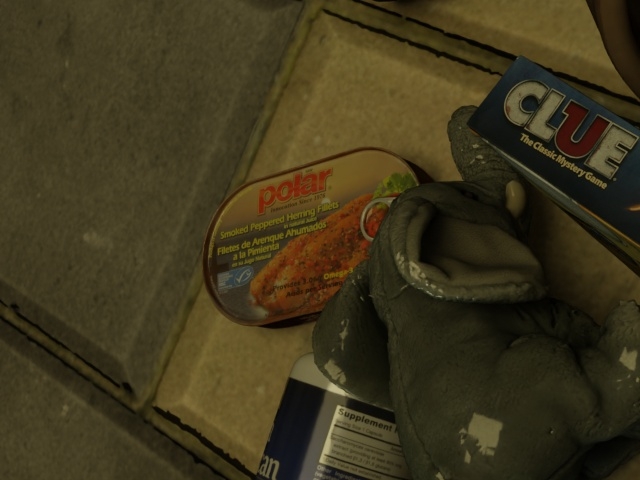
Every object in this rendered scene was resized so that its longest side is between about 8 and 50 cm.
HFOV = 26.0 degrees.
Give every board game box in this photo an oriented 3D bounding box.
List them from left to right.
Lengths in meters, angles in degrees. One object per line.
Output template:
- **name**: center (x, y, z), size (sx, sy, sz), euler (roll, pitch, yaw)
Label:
- **board game box**: center (0.188, 0.012, 0.663), size (0.165, 0.243, 0.042), euler (40, 96, 36)

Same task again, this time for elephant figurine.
- **elephant figurine**: center (0.076, 0.038, 0.785), size (0.169, 0.186, 0.239), euler (-42, 68, 11)

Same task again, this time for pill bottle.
- **pill bottle**: center (0.016, 0.125, 0.865), size (0.094, 0.094, 0.169), euler (14, 82, 39)

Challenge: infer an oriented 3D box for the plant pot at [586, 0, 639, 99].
- **plant pot**: center (0.239, -0.217, 0.702), size (0.263, 0.263, 0.229), euler (-37, 42, 26)

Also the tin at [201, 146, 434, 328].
- **tin**: center (0.000, 0.000, 0.949), size (0.190, 0.040, 0.106), euler (-14, 75, 35)
